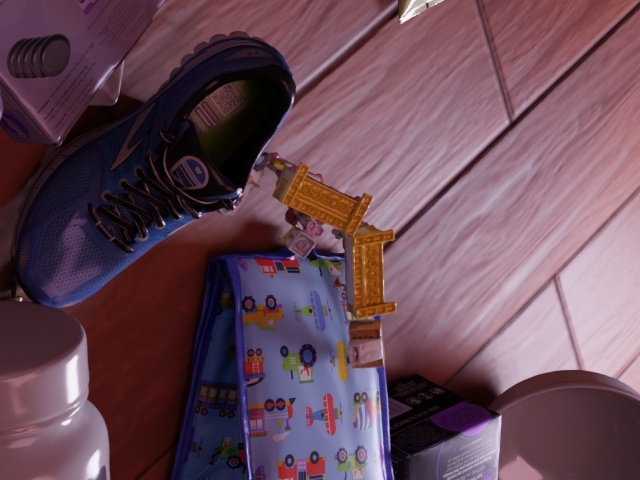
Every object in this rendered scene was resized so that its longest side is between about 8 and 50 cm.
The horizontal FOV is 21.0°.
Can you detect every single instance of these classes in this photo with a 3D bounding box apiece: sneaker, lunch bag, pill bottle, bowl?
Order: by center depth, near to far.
[{"bbox_3d":[-0.292,0.251,1.571,0.204,0.204,0.361,-18,118,-41],"label":"pill bottle"},{"bbox_3d":[-0.153,-0.065,1.590,0.330,0.147,0.130,-46,110,-4],"label":"sneaker"},{"bbox_3d":[-0.030,0.136,1.871,0.221,0.138,0.293,1,94,-44],"label":"lunch bag"},{"bbox_3d":[0.317,0.275,2.221,0.134,0.298,0.298,-87,172,-63],"label":"bowl"}]

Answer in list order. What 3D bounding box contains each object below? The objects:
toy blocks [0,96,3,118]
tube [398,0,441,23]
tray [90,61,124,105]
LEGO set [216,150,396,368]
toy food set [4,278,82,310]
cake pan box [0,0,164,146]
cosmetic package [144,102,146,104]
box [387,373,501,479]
[{"bbox_3d":[-0.407,-0.037,1.370,0.260,0.309,0.288,-60,164,-62],"label":"toy blocks"},{"bbox_3d":[0.106,-0.357,1.863,0.070,0.062,0.240,-7,125,2],"label":"tube"},{"bbox_3d":[-0.282,-0.197,1.535,0.270,0.030,0.145,-1,105,-46],"label":"tray"},{"bbox_3d":[0.000,0.000,1.826,0.132,0.107,0.287,-43,118,-5],"label":"LEGO set"},{"bbox_3d":[-0.272,0.061,1.658,0.122,0.019,0.078,-33,128,-43],"label":"toy food set"},{"bbox_3d":[-0.243,-0.258,1.481,0.246,0.070,0.267,52,58,-38],"label":"cake pan box"},{"bbox_3d":[-0.162,-0.072,1.700,0.060,0.041,0.115,20,91,-47],"label":"cosmetic package"},{"bbox_3d":[0.107,0.323,2.058,0.165,0.143,0.270,-18,118,-39],"label":"box"}]
